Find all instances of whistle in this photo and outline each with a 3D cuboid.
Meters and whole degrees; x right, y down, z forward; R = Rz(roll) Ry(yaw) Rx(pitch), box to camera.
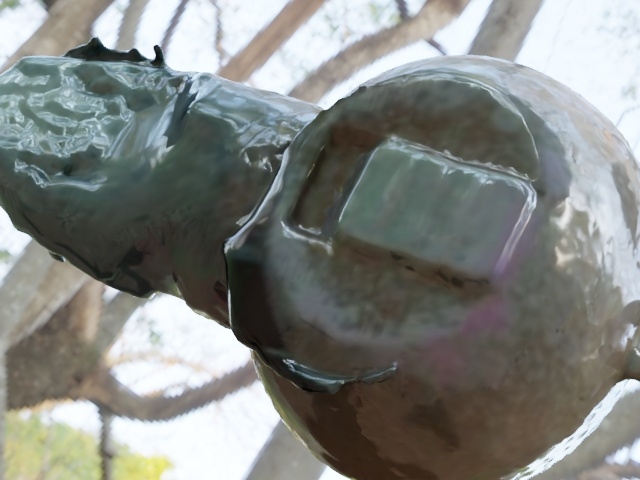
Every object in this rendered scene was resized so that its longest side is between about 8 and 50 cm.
[{"bbox_3d":[0.000,0.000,0.629,0.347,0.189,0.189,19,-39,26],"label":"whistle"}]
